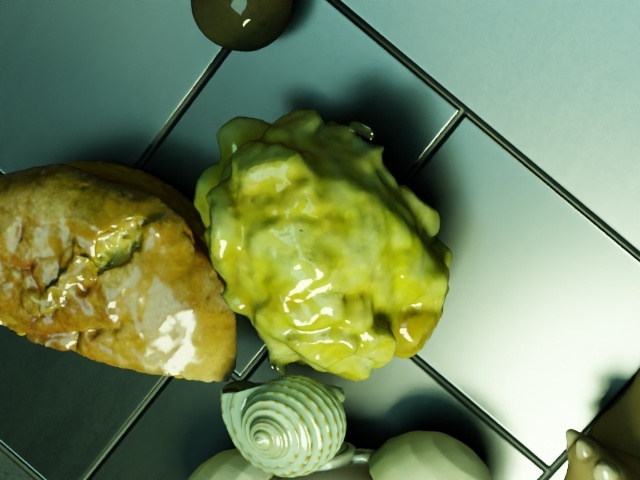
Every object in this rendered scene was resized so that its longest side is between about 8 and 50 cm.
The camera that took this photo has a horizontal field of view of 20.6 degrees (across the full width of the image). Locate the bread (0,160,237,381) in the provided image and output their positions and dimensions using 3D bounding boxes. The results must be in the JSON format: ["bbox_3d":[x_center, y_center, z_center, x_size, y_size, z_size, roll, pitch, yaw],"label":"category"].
[{"bbox_3d":[-0.223,0.012,1.795,0.340,0.194,0.179,16,102,9],"label":"bread"}]

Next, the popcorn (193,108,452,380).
[{"bbox_3d":[0.000,0.000,1.694,0.215,0.252,0.286,-30,135,12],"label":"popcorn"}]

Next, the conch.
[{"bbox_3d":[-0.039,0.181,1.747,0.135,0.153,0.102,15,85,18],"label":"conch"}]

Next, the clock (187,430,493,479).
[{"bbox_3d":[0.029,0.366,1.823,0.342,0.184,0.326,-9,98,13],"label":"clock"}]

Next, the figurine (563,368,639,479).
[{"bbox_3d":[0.327,0.223,1.697,0.247,0.173,0.177,-41,90,22],"label":"figurine"}]

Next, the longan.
[{"bbox_3d":[-0.080,-0.240,1.737,0.113,0.092,0.113,13,112,35],"label":"longan"}]
